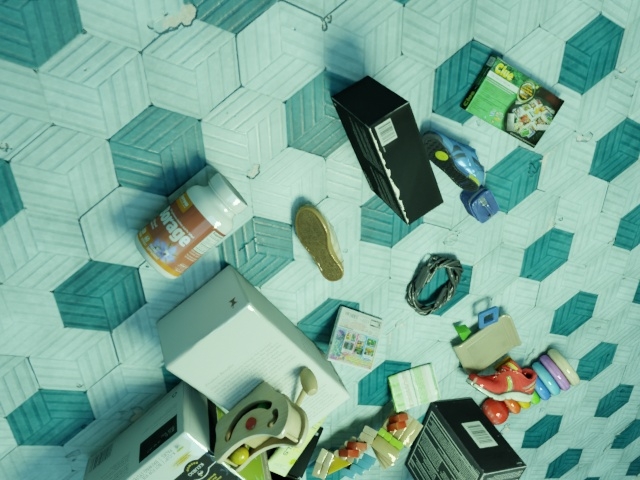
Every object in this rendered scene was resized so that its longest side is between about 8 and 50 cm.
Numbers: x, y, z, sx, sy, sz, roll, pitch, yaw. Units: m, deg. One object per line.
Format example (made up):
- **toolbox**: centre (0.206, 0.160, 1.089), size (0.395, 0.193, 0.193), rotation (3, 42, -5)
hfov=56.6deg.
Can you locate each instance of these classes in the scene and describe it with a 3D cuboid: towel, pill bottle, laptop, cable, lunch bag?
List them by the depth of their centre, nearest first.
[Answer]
- **pill bottle**: centre (-0.256, -0.033, 1.198), size (0.216, 0.121, 0.121), rotation (-41, 128, 3)
- **lunch bag**: centre (0.408, -0.091, 1.510), size (0.067, 0.065, 0.098), rotation (-40, 128, 3)
- **cable**: centre (0.312, 0.124, 1.621), size (0.151, 0.047, 0.184), rotation (4, 115, -33)
- **laptop**: centre (-0.161, 0.613, 1.721), size (0.264, 0.136, 0.234), rotation (-30, 132, 28)
- **towel**: centre (0.281, 0.441, 1.786), size (0.152, 0.023, 0.113), rotation (-12, 87, -16)

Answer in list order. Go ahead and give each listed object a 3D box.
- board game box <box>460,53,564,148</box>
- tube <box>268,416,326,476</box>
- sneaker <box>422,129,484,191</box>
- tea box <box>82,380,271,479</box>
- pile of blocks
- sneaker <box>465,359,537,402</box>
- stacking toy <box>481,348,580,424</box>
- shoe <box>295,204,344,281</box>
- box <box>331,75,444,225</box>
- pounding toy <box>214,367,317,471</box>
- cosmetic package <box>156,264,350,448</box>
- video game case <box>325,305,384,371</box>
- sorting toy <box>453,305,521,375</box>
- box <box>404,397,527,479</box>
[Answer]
- **board game box**: centre (0.460, -0.324, 1.412), size (0.260, 0.030, 0.136), rotation (18, 113, -33)
- **tube**: centre (-0.058, 0.551, 1.664), size (0.070, 0.062, 0.240), rotation (37, 86, 5)
- **sneaker**: centre (0.317, -0.205, 1.406), size (0.209, 0.069, 0.082), rotation (38, 67, -29)
- **tea box**: centre (-0.342, 0.587, 1.445), size (0.329, 0.220, 0.323), rotation (-39, 112, 3)
- **pile of blocks**: centre (0.141, 0.622, 1.761), size (0.362, 0.149, 0.112), rotation (-29, 162, -5)
- **sneaker**: centre (0.568, 0.428, 1.861), size (0.279, 0.107, 0.118), rotation (12, 100, -32)
- **stacking toy**: centre (0.691, 0.509, 1.991), size (0.330, 0.141, 0.141), rotation (-37, 128, 6)
- **shoe**: centre (0.000, 0.000, 1.388), size (0.077, 0.058, 0.219), rotation (-10, 126, 19)
- **box**: centre (0.142, -0.189, 1.248), size (0.103, 0.184, 0.261), rotation (-33, 128, -6)
- **pounding toy**: centre (-0.095, 0.425, 1.338), size (0.269, 0.154, 0.155), rotation (-41, 128, 6)
- **cosmetic package**: centre (-0.150, 0.293, 1.428), size (0.230, 0.161, 0.453), rotation (-38, 129, 2)
- **video game case**: centre (0.094, 0.262, 1.574), size (0.157, 0.019, 0.143), rotation (23, 79, -34)
- **sorting toy**: centre (0.510, 0.317, 1.829), size (0.196, 0.047, 0.347), rotation (-32, 131, 1)
- **box**: centre (0.450, 0.716, 1.897), size (0.183, 0.296, 0.294), rotation (3, 120, -27)
